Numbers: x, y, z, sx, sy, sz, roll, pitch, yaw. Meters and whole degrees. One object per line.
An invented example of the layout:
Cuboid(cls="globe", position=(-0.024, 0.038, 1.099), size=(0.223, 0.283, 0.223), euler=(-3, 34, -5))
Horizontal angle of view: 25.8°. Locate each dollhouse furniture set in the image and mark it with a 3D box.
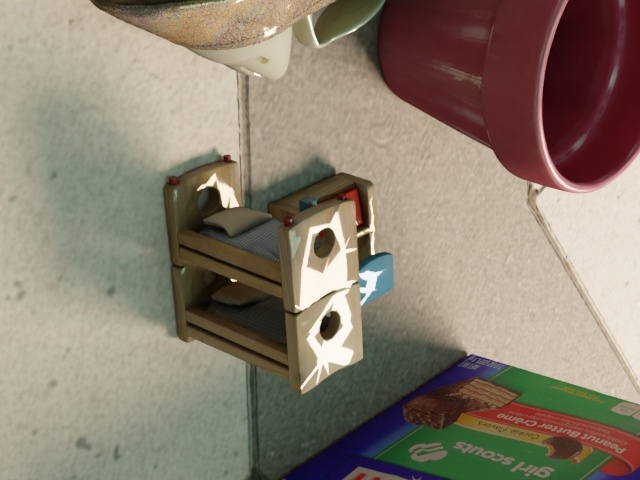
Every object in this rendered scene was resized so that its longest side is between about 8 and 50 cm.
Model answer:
Cuboid(cls="dollhouse furniture set", position=(0.000, 0.000, 1.021), size=(0.184, 0.129, 0.129), euler=(-26, 123, -40))

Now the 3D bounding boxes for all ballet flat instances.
Cuboid(cls="ballet flat", position=(-0.022, -0.172, 0.953), size=(0.316, 0.107, 0.106), euler=(-29, 133, -38))

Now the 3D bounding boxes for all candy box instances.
Cuboid(cls="candy box", position=(0.137, 0.233, 1.165), size=(0.317, 0.268, 0.122), euler=(-28, 120, -40))

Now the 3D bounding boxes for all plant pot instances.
Cuboid(cls="plant pot", position=(0.154, -0.152, 1.100), size=(0.201, 0.180, 0.201), euler=(-22, 120, -44))
